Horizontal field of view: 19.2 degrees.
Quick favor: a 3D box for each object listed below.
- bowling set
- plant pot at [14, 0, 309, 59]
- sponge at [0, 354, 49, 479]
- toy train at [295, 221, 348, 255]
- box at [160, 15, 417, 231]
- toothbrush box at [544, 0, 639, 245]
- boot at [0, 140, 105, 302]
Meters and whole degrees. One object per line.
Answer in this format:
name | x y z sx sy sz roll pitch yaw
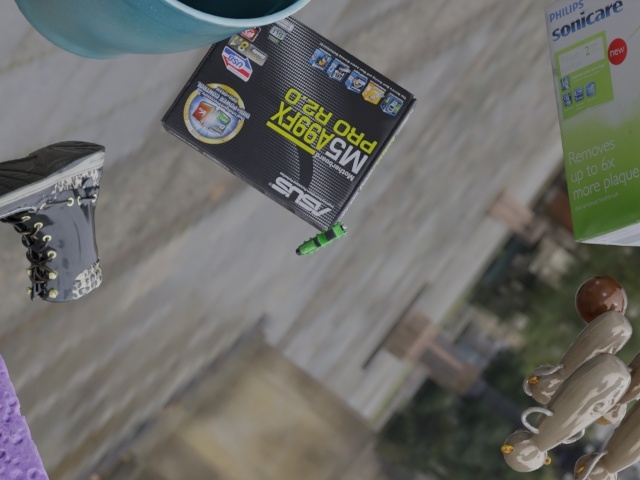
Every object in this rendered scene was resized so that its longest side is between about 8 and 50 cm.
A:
bowling set | 0.294 0.153 1.936 0.154 0.287 0.200 -46 -140 24
plant pot | -0.161 -0.290 1.773 0.255 0.271 0.271 -23 -158 53
sponge | -0.264 0.199 1.444 0.117 0.210 0.031 -16 167 -30
toy train | 0.000 0.000 2.099 0.024 0.017 0.083 -30 -179 -40
box | -0.040 -0.167 2.500 0.216 0.270 0.060 -56 176 -6
toothbrush box | 0.375 -0.153 2.100 0.122 0.283 0.206 5 165 -37
boot | -0.327 -0.005 2.166 0.236 0.085 0.178 -29 126 -52
